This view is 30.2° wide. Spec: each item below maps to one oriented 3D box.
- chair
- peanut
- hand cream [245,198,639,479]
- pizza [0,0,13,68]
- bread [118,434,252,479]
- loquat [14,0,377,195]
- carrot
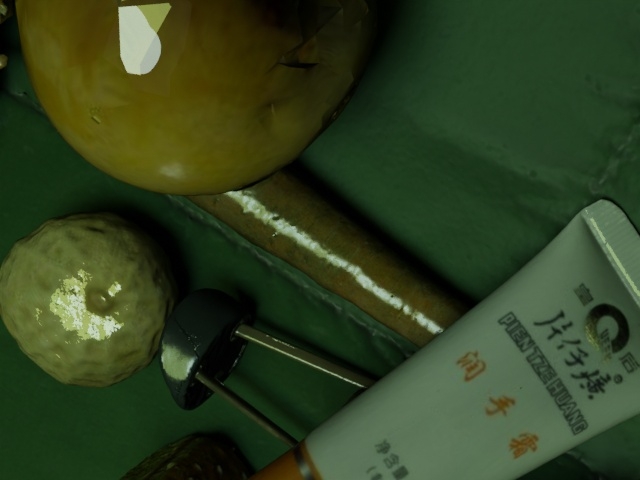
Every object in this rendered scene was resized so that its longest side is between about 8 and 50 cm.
[{"bbox_3d":[-0.023,0.131,0.901,0.222,0.104,0.095,33,137,12],"label":"chair"},{"bbox_3d":[-0.186,0.047,0.946,0.159,0.109,0.140,-29,106,37],"label":"peanut"},{"bbox_3d":[0.102,0.116,0.780,0.314,0.089,0.139,-36,89,-1],"label":"hand cream"},{"bbox_3d":[-0.334,-0.223,0.955,0.251,0.074,0.287,44,121,8],"label":"pizza"},{"bbox_3d":[-0.093,0.290,0.937,0.111,0.184,0.234,-24,96,29],"label":"bread"},{"bbox_3d":[-0.078,-0.144,0.750,0.235,0.235,0.235,10,112,26],"label":"loquat"},{"bbox_3d":[0.000,0.000,0.858,0.342,0.070,0.070,35,121,8],"label":"carrot"}]
